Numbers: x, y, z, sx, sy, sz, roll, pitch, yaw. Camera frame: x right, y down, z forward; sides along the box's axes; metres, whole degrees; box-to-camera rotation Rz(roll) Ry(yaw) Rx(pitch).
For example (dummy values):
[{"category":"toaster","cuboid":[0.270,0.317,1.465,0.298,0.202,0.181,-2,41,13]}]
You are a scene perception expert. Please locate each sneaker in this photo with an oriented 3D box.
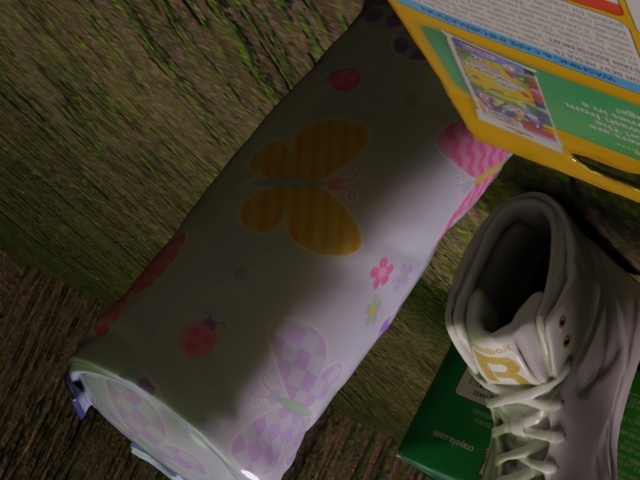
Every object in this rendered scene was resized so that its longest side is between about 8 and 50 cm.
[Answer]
[{"category":"sneaker","cuboid":[0.122,0.116,1.211,0.108,0.292,0.169,-4,152,30]}]

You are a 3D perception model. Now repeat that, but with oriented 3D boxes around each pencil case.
[{"category":"pencil case","cuboid":[0.000,0.000,0.943,0.113,0.273,0.124,31,162,20]}]

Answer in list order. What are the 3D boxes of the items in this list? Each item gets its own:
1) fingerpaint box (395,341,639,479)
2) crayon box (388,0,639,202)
[{"category":"fingerpaint box","cuboid":[0.345,0.257,1.702,0.445,0.163,0.371,21,169,36]},{"category":"crayon box","cuboid":[0.115,-0.096,0.673,0.203,0.083,0.323,23,169,25]}]
